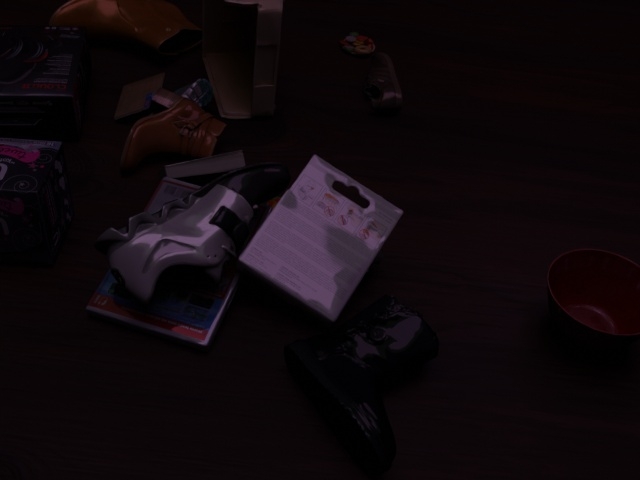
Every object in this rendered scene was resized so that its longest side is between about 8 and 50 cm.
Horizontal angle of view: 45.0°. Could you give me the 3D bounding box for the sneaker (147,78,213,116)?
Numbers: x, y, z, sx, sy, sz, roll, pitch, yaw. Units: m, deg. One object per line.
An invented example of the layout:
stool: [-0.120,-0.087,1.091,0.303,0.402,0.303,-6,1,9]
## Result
sneaker: [-0.295,-0.267,1.572,0.166,0.065,0.076,-41,30,-26]

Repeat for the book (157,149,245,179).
book: [-0.220,-0.133,1.422,0.144,0.035,0.096,-13,6,-19]

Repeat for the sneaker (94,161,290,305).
sneaker: [-0.168,-0.007,1.210,0.330,0.122,0.146,-30,78,-22]

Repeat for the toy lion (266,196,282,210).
toy lion: [-0.048,-0.052,1.393,0.100,0.034,0.096,-24,44,-28]

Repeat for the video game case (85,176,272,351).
video game case: [-0.221,0.029,1.255,0.204,0.025,0.285,16,55,10]

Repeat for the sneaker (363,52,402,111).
sneaker: [0.125,-0.351,1.691,0.071,0.066,0.188,-5,45,-10]

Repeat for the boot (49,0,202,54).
boot: [-0.427,-0.474,1.729,0.295,0.104,0.211,-26,52,-34]

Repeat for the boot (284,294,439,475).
boot: [0.092,0.191,1.107,0.207,0.094,0.246,-23,45,-22]

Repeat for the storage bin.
storage bin: [-0.164,-0.427,1.598,0.123,0.262,0.260,-6,45,-16]

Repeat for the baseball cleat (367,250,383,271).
baseball cleat: [0.003,0.006,1.281,0.205,0.072,0.110,-6,90,-13]

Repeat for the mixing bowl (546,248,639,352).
mixing bowl: [0.438,0.110,1.228,0.181,0.098,0.181,3,43,-3]

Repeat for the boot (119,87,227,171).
boot: [-0.279,-0.186,1.470,0.152,0.073,0.197,28,71,-6]

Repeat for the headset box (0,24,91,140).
headset box: [-0.582,-0.308,1.534,0.218,0.110,0.293,-1,44,-8]

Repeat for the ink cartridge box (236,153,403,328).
ink cartridge box: [0.000,0.000,1.237,0.181,0.056,0.225,33,68,2]

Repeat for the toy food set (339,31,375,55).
toy food set: [0.089,-0.465,1.837,0.082,0.020,0.083,20,46,14]

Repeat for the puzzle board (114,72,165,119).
puzzle board: [-0.371,-0.297,1.593,0.096,0.011,0.128,-15,41,10]

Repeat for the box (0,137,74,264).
box: [-0.548,-0.069,1.252,0.247,0.163,0.142,4,42,-2]
